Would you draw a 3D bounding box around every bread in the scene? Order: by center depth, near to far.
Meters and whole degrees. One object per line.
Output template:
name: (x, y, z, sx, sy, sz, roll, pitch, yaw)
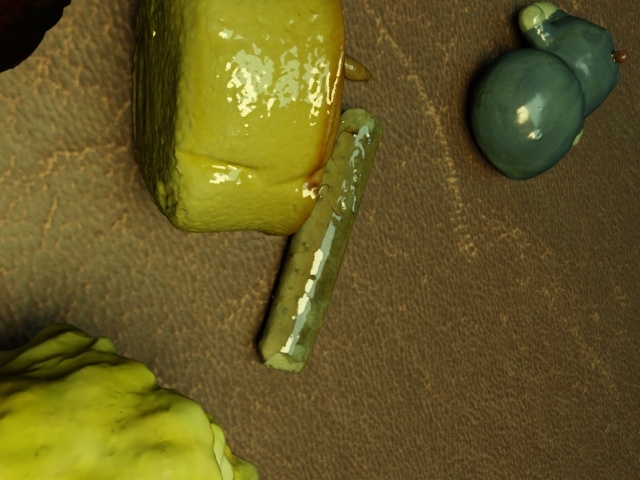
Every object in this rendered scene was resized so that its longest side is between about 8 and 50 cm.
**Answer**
bread: (-0.077, -0.135, 0.562, 0.148, 0.270, 0.270, -3, 98, -27)

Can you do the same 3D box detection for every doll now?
doll: (0.311, -0.201, 0.908, 0.258, 0.154, 0.228, -42, 122, -16)

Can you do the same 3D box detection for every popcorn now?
popcorn: (-0.220, 0.213, 0.456, 0.293, 0.334, 0.292, 35, 67, -2)

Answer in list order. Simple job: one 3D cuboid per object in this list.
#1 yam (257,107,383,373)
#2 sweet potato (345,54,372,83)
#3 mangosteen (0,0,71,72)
yam: (0.000, 0.000, 0.752, 0.071, 0.067, 0.317, 22, 82, -22)
sweet potato: (0.022, -0.213, 0.763, 0.115, 0.026, 0.026, 26, 81, -35)
mangosteen: (-0.323, -0.245, 0.331, 0.421, 0.381, 0.381, 25, 80, -1)
